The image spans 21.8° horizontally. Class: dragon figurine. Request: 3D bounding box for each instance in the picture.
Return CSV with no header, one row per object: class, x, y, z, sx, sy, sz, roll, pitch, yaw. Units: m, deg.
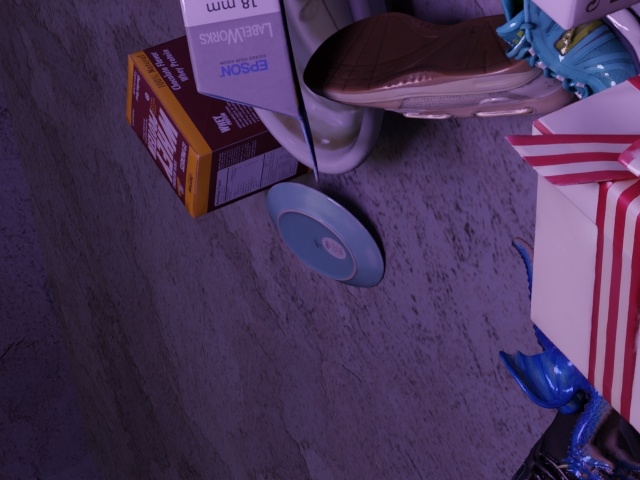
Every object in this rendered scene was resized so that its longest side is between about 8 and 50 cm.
dragon figurine,0.240,0.122,1.673,0.289,0.144,0.085,47,-165,28

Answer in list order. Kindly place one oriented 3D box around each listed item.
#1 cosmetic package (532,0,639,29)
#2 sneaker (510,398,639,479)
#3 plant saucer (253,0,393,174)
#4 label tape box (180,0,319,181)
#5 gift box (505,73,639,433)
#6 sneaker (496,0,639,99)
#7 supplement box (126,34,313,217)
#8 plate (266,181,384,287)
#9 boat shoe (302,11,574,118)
cosmetic package,0.211,-0.373,1.278,0.197,0.155,0.366,50,151,34
sneaker,0.259,0.286,1.809,0.125,0.139,0.341,55,153,33
plant saucer,-0.010,-0.277,1.933,0.400,0.100,0.400,49,151,38
label tape box,-0.086,-0.237,1.736,0.240,0.105,0.334,-97,-4,-75
gift box,0.296,-0.011,1.303,0.276,0.255,0.258,44,150,37
sneaker,0.215,-0.181,1.506,0.275,0.110,0.107,62,157,10
supplement box,-0.124,-0.166,2.167,0.191,0.194,0.129,55,154,28
plate,0.000,0.000,2.173,0.188,0.024,0.188,31,151,19
boat shoe,0.113,-0.163,1.673,0.302,0.109,0.098,1,145,40
